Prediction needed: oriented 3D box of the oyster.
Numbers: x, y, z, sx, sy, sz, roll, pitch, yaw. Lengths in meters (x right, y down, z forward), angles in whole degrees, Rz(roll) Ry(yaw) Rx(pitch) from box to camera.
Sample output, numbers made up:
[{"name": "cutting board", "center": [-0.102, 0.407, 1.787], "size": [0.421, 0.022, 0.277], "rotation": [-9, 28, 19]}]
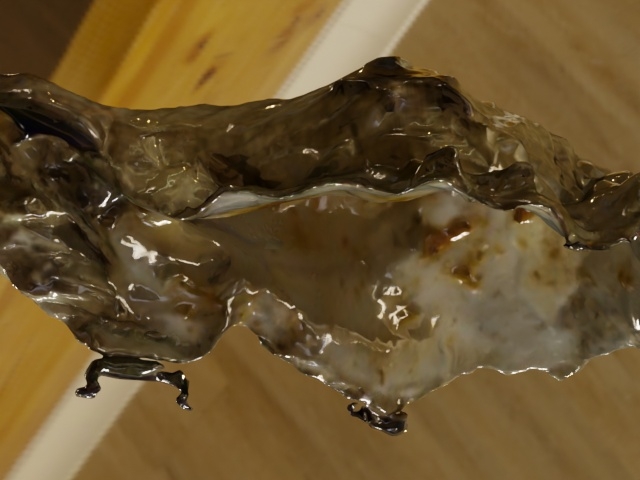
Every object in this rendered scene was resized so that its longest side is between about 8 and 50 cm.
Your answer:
[{"name": "oyster", "center": [-0.001, 0.003, 0.763], "size": [0.337, 0.133, 0.197], "rotation": [3, -42, -5]}]
